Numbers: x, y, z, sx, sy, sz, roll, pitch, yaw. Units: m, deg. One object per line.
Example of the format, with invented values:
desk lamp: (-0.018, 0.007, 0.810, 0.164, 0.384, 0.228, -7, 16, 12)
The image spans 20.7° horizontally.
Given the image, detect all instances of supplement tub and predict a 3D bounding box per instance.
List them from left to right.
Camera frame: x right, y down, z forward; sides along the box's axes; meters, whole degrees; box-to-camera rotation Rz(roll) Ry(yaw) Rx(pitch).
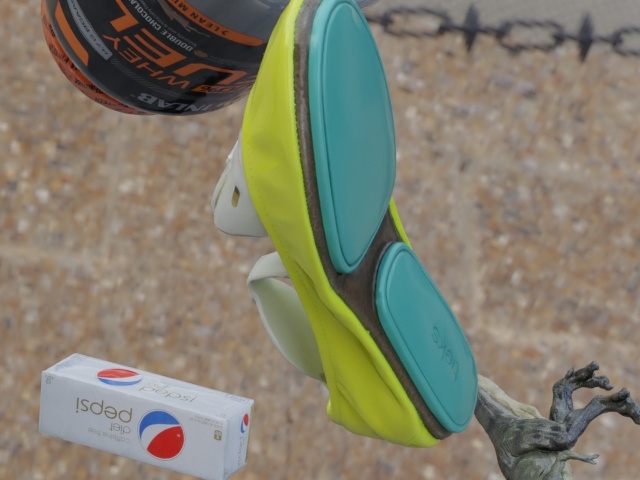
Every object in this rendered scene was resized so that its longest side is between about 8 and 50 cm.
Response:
supplement tub: (-0.080, -0.216, 1.300, 0.207, 0.338, 0.207, 7, 75, -25)

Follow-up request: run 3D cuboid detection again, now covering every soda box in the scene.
soda box: (-0.180, 0.182, 1.803, 0.216, 0.074, 0.069, 13, 18, 21)

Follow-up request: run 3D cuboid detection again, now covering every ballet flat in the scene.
ballet flat: (0.000, 0.000, 0.704, 0.077, 0.231, 0.077, 2, 44, 26)

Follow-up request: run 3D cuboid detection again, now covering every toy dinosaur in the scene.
toy dinosaur: (0.172, 0.141, 1.294, 0.118, 0.064, 0.268, -35, 34, 1)
